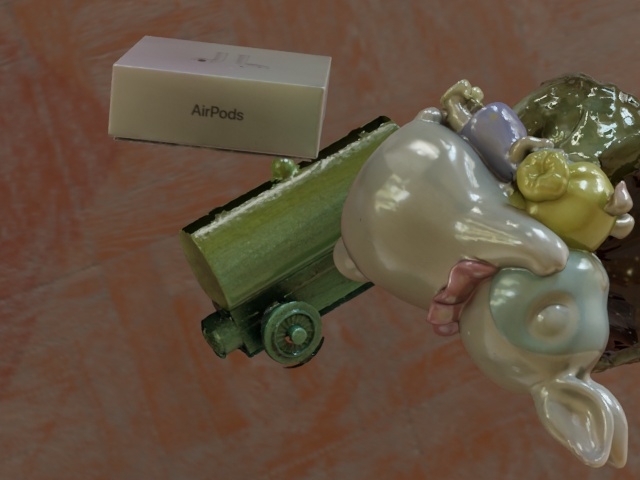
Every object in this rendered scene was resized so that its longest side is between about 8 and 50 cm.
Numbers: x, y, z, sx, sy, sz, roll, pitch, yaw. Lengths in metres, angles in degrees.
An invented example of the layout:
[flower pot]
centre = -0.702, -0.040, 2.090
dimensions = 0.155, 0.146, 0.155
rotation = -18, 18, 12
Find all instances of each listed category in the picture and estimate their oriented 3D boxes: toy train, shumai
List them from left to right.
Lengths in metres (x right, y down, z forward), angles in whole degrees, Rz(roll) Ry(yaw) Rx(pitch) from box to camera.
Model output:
[toy train]
centre = 0.003, 0.001, 1.577
dimensions = 0.307, 0.126, 0.189
rotation = -30, 126, -16
[shumai]
centre = 0.322, 0.010, 1.492
dimensions = 0.292, 0.288, 0.330
rotation = -52, 124, -29

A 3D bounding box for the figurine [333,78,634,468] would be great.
[figurine]
centre = 0.132, 0.023, 0.969
dimensions = 0.155, 0.127, 0.235
rotation = -47, 66, -3

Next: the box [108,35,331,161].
[box]
centre = -0.061, -0.093, 0.991
dimensions = 0.130, 0.129, 0.051
rotation = 6, 105, 1
